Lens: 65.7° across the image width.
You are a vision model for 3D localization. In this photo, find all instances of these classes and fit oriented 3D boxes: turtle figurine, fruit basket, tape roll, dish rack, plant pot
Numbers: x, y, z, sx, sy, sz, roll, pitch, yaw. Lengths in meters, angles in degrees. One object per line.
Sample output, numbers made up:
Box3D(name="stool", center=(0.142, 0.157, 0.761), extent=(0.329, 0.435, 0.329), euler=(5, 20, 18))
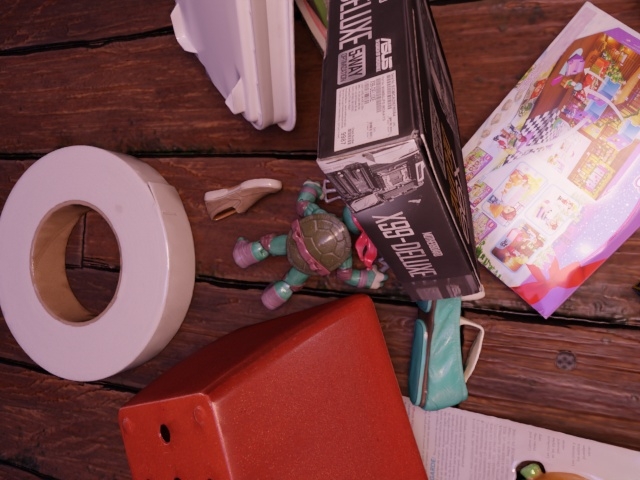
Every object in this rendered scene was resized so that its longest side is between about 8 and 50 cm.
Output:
Box3D(name="turtle figurine", center=(0.000, 0.000, 0.657), extent=(0.234, 0.118, 0.175), euler=(-28, 80, 26))
Box3D(name="fruit basket", center=(0.237, 0.372, 0.556), extent=(0.353, 0.165, 0.327), euler=(-1, 83, 42))
Box3D(name="tape roll", center=(-0.387, 0.036, 0.834), extent=(0.391, 0.072, 0.392), euler=(0, 90, 22))
Box3D(name="dish rack", center=(-0.127, -0.308, 0.584), extent=(0.072, 0.333, 0.285), euler=(-27, 60, -19))
Box3D(name="plant pot", center=(-0.070, 0.238, 0.582), extent=(0.267, 0.235, 0.268), euler=(-22, 82, 38))

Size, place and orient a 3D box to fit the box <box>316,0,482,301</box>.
Box3D(name="box", center=(0.084, -0.127, 0.486), extent=(0.076, 0.242, 0.308), euler=(-12, 55, 22))

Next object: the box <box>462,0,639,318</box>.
Box3D(name="box", center=(0.279, -0.085, 0.568), extent=(0.201, 0.057, 0.293), euler=(44, 105, 17))

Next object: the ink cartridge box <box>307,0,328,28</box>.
Box3D(name="ink cartridge box", center=(0.070, -0.406, 0.553), extent=(0.272, 0.198, 0.115), euler=(-33, 75, 7))

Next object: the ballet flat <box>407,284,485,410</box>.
Box3D(name="ballet flat", center=(0.154, 0.087, 0.604), extent=(0.087, 0.083, 0.247), euler=(-2, 101, -7))

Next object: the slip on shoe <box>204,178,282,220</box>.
Box3D(name="slip on shoe", center=(-0.114, -0.060, 0.732), extent=(0.135, 0.051, 0.041), euler=(-9, 81, 25))

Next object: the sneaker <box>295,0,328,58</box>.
Box3D(name="sneaker", center=(0.016, -0.301, 0.682), extent=(0.070, 0.051, 0.134), euler=(-29, 73, 6))

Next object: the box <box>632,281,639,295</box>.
Box3D(name="box", center=(0.416, 0.098, 0.514), extent=(0.059, 0.054, 0.169), euler=(-43, 75, 16))
